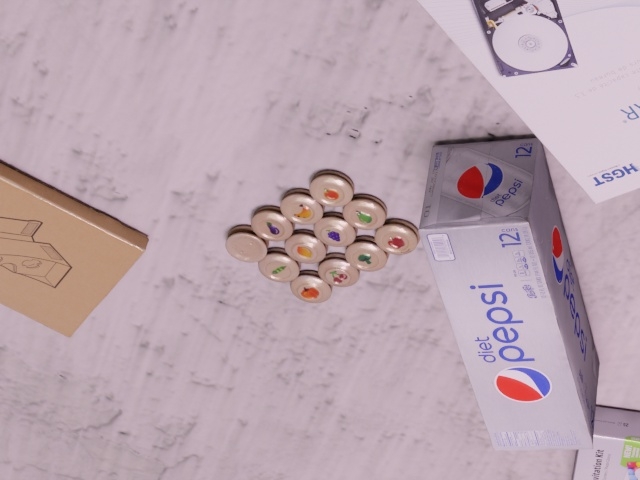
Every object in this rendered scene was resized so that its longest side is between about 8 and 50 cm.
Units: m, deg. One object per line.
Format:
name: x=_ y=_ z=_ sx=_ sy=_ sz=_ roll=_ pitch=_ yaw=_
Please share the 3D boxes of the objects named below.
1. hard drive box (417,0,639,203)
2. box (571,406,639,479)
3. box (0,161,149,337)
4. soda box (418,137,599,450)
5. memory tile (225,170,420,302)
hard drive box: x=0.209 y=-0.153 z=1.358 sx=0.181 sy=0.089 sz=0.232 roll=-22 pitch=128 yaw=35
box: x=0.325 y=0.219 z=1.785 sx=0.186 sy=0.038 sz=0.145 roll=9 pitch=139 yaw=7
box: x=-0.274 y=0.000 z=1.714 sx=0.201 sy=0.021 sz=0.164 roll=27 pitch=137 yaw=-16
soda box: x=0.159 y=0.050 z=1.593 sx=0.091 sy=0.098 sz=0.286 roll=-4 pitch=137 yaw=18
memory tile: x=0.000 y=0.000 z=1.646 sx=0.113 sy=0.012 sz=0.148 roll=37 pitch=135 yaw=-24
